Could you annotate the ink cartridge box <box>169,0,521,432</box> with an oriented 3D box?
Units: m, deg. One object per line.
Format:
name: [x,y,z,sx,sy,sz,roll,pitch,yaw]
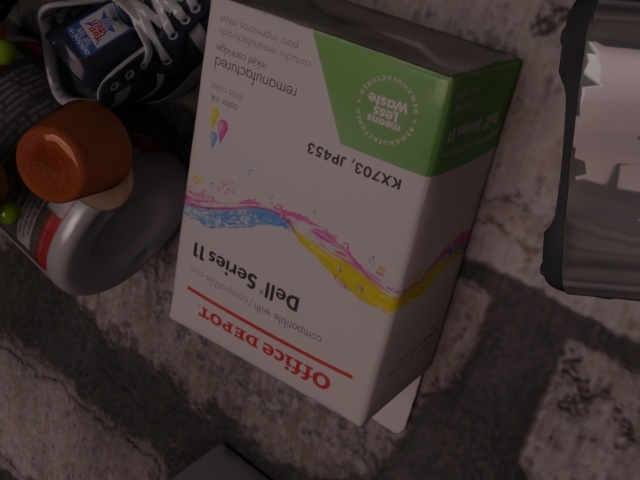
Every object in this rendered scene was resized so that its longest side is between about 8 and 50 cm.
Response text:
ink cartridge box: [0.000,0.000,0.697,0.207,0.119,0.353,25,120,25]

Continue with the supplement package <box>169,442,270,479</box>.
supplement package: [-0.079,0.363,0.833,0.262,0.204,0.145,33,124,22]

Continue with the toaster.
toaster: [0.223,-0.063,0.516,0.147,0.129,0.226,11,111,28]

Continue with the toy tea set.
toy tea set: [-0.297,-0.125,0.704,0.336,0.124,0.200,41,118,-1]

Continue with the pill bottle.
pill bottle: [-0.275,-0.093,0.831,0.283,0.161,0.161,40,125,17]

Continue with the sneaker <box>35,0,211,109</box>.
sneaker: [-0.118,-0.198,0.685,0.099,0.153,0.282,53,127,7]

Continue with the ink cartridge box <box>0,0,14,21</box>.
ink cartridge box: [-0.384,-0.243,0.825,0.208,0.206,0.045,-34,82,39]
